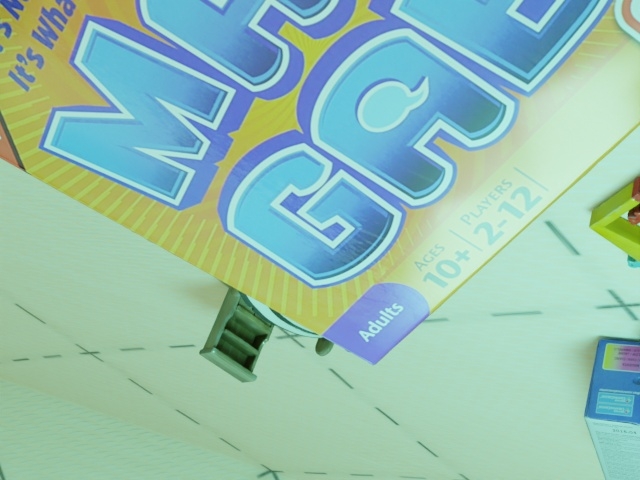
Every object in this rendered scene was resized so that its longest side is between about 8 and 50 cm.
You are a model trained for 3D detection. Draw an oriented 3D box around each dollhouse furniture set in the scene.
[{"bbox_3d":[-0.075,0.143,1.600,0.212,0.161,0.242,39,146,-29],"label":"dollhouse furniture set"}]

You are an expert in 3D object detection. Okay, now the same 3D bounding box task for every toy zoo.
[{"bbox_3d":[0.463,-0.027,1.111,0.192,0.030,0.293,25,150,-9],"label":"toy zoo"}]

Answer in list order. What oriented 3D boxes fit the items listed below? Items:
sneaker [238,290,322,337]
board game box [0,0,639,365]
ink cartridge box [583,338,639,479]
[{"bbox_3d":[-0.001,0.001,1.307,0.257,0.169,0.447,-1,142,36],"label":"sneaker"},{"bbox_3d":[0.009,-0.209,0.650,0.356,0.356,0.356,30,126,-17],"label":"board game box"},{"bbox_3d":[0.577,0.290,1.448,0.270,0.151,0.395,3,148,28],"label":"ink cartridge box"}]
